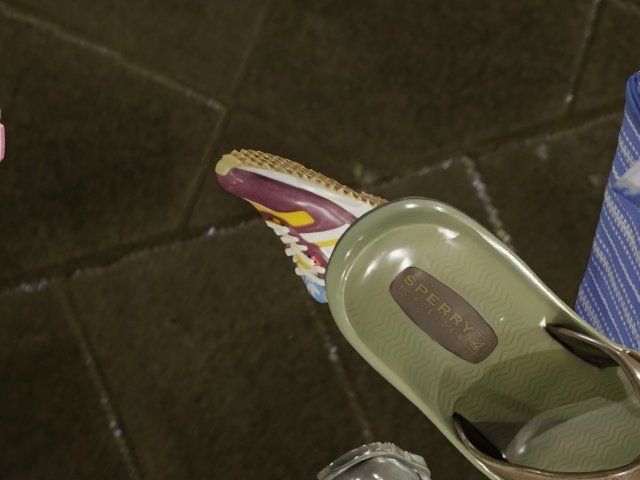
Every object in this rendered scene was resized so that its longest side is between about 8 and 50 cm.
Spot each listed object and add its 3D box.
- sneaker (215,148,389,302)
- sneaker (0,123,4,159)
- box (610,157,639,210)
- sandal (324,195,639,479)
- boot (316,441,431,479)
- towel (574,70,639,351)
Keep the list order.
[{"bbox_3d":[0.000,0.000,1.213,0.185,0.069,0.084,21,97,-28],"label":"sneaker"},{"bbox_3d":[-0.225,-0.109,0.905,0.074,0.063,0.170,-24,105,-18],"label":"sneaker"},{"bbox_3d":[0.274,-0.029,1.051,0.178,0.109,0.042,32,26,-16],"label":"box"},{"bbox_3d":[0.129,0.094,0.917,0.302,0.086,0.120,34,95,-15],"label":"sandal"},{"bbox_3d":[0.099,0.300,1.680,0.189,0.076,0.208,14,45,-52],"label":"boot"},{"bbox_3d":[0.292,0.044,1.564,0.040,0.336,0.243,-8,49,-11],"label":"towel"}]
